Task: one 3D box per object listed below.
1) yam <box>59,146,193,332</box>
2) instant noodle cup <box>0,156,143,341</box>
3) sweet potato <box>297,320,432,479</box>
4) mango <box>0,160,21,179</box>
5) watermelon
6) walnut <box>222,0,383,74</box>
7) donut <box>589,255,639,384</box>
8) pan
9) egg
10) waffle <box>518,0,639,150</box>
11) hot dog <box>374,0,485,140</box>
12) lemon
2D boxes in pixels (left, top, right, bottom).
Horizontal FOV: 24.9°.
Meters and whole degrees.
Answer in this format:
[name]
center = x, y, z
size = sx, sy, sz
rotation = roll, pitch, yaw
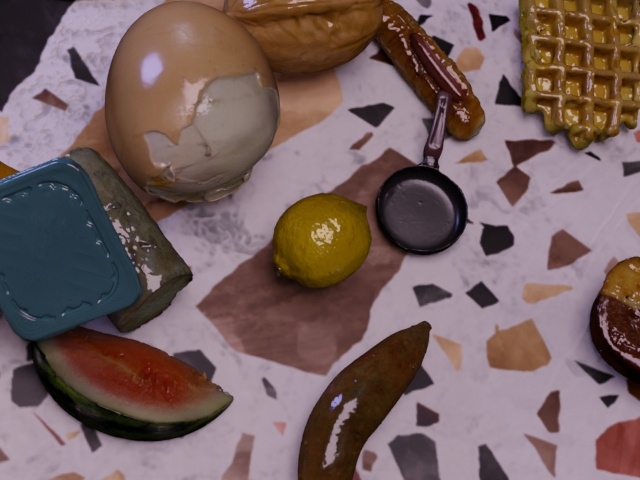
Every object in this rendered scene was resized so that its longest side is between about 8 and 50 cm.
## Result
[yam]
center = -0.237, -0.004, 1.627
size = 0.107, 0.107, 0.194
rotation = -33, 79, -22
[instant noodle cup]
center = -0.280, 0.003, 1.528
size = 0.157, 0.070, 0.179
rotation = -20, 107, 15
[sweet potato]
center = 0.035, 0.223, 1.620
size = 0.108, 0.079, 0.346
rotation = 27, 68, -15
[mango]
center = -0.422, 0.017, 1.559
size = 0.187, 0.138, 0.257
rotation = 31, 62, -30
[watermelon]
center = -0.219, 0.156, 1.601
size = 0.245, 0.063, 0.119
rotation = 22, 53, -3
[walnut]
center = -0.021, -0.282, 1.763
size = 0.206, 0.159, 0.159
rotation = -8, 71, -22
[donut]
center = 0.412, 0.108, 1.755
size = 0.184, 0.073, 0.166
rotation = 21, 67, -4
[pan]
center = 0.130, -0.083, 1.779
size = 0.114, 0.040, 0.212
rotation = 13, 74, -7
[egg]
center = -0.150, -0.165, 1.662
size = 0.201, 0.201, 0.244
rotation = -7, 60, -16
[waffle]
center = 0.333, -0.218, 1.868
size = 0.160, 0.055, 0.211
rotation = 6, 74, -10
[hot dog]
center = 0.137, -0.222, 1.833
size = 0.066, 0.047, 0.216
rotation = -31, 79, -25
[lemon]
center = 0.000, 0.000, 1.681
size = 0.133, 0.109, 0.109
rotation = -34, 80, -14
